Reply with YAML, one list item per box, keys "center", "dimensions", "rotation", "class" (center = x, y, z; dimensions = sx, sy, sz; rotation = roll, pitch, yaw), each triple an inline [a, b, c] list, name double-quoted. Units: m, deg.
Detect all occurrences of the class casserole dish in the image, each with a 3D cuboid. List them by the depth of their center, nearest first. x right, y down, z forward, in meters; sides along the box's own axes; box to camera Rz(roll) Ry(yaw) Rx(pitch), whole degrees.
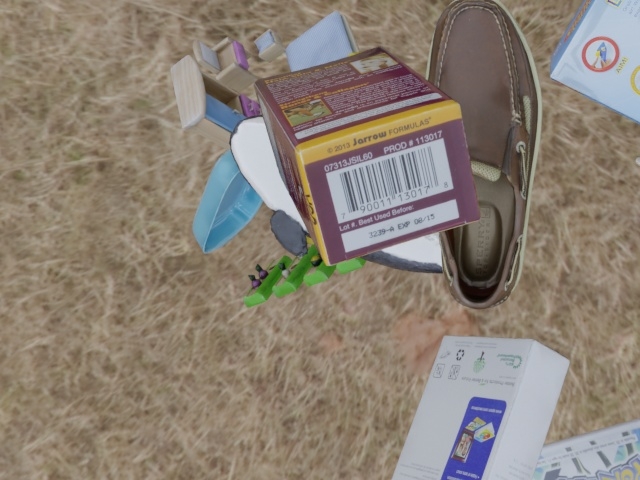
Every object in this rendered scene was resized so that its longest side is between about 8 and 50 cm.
- center: [-0.103, -0.061, 1.216]
  dimensions: [0.037, 0.114, 0.188]
  rotation: [40, 139, 12]
  class: "casserole dish"

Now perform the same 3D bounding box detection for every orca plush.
- center: [0.047, -0.050, 1.051]
  dimensions: [0.287, 0.102, 0.151]
  rotation: [15, 102, 7]
  class: "orca plush"

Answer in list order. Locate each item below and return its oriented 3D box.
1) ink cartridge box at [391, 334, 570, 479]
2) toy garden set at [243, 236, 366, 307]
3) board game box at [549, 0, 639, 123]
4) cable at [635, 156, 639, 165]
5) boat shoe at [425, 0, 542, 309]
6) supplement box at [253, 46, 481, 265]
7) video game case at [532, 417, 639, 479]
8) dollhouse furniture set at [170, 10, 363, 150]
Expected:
- center: [0.142, 0.263, 1.073]
  dimensions: [0.065, 0.165, 0.333]
  rotation: [30, 74, -24]
  class: "ink cartridge box"
- center: [0.000, 0.000, 1.606]
  dimensions: [0.244, 0.204, 0.049]
  rotation: [-22, 111, 38]
  class: "toy garden set"
- center: [0.466, -0.256, 1.136]
  dimensions: [0.302, 0.086, 0.308]
  rotation: [27, 119, -1]
  class: "board game box"
- center: [0.579, -0.036, 1.449]
  dimensions: [0.072, 0.139, 0.287]
  rotation: [-46, 70, 4]
  class: "cable"
- center: [0.132, -0.068, 0.816]
  dimensions: [0.095, 0.095, 0.258]
  rotation: [-4, 101, 15]
  class: "boat shoe"
- center: [0.025, -0.065, 0.688]
  dimensions: [0.104, 0.188, 0.081]
  rotation: [-16, 114, -5]
  class: "supplement box"
- center: [0.391, 0.418, 1.395]
  dimensions: [0.329, 0.036, 0.300]
  rotation: [-23, 80, 26]
  class: "video game case"
- center: [-0.078, -0.321, 1.729]
  dimensions: [0.303, 0.198, 0.286]
  rotation: [-32, 55, 24]
  class: "dollhouse furniture set"
